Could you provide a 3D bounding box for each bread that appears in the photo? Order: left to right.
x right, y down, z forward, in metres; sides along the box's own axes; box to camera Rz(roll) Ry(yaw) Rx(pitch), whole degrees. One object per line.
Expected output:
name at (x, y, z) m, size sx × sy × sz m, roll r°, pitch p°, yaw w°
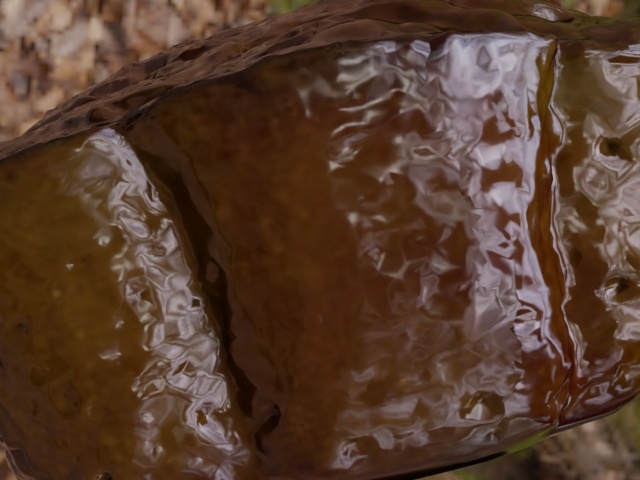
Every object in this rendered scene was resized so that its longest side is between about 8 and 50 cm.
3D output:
bread at (0.006, -0.002, 0.511) m, size 0.232 × 0.246 × 0.135 m, roll -81°, pitch 157°, yaw -87°

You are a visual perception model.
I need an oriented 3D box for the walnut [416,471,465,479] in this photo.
walnut at (0.015, 0.141, 0.618) m, size 0.245 × 0.137 × 0.137 m, roll 25°, pitch 72°, yaw -57°
